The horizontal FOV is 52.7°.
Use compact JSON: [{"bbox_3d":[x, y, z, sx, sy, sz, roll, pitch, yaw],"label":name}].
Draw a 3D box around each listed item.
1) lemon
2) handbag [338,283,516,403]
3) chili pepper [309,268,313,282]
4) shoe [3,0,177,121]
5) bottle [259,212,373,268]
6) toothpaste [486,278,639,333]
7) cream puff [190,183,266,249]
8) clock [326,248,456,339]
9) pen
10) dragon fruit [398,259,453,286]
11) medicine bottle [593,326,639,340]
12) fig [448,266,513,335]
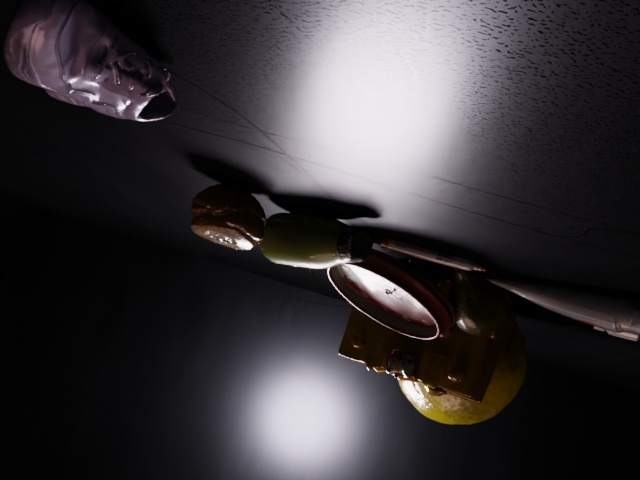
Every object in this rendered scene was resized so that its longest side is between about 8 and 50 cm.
[{"bbox_3d":[0.395,0.314,1.751,0.364,0.364,0.364,17,171,3],"label":"lemon"},{"bbox_3d":[0.252,0.223,1.612,0.401,0.282,0.133,13,167,38],"label":"handbag"},{"bbox_3d":[-0.077,0.026,1.732,0.072,0.073,0.204,34,175,47],"label":"chili pepper"},{"bbox_3d":[-0.226,-0.183,0.667,0.138,0.095,0.245,15,175,-6],"label":"shoe"},{"bbox_3d":[-0.009,0.001,1.305,0.112,0.112,0.260,25,166,-41],"label":"bottle"},{"bbox_3d":[0.480,0.120,1.262,0.100,0.066,0.323,19,177,-41],"label":"toothpaste"},{"bbox_3d":[-0.183,-0.052,1.302,0.150,0.115,0.165,5,157,27],"label":"cream puff"},{"bbox_3d":[0.157,0.110,1.452,0.319,0.080,0.318,31,160,13],"label":"clock"},{"bbox_3d":[0.228,0.031,1.308,0.218,0.026,0.026,16,171,13],"label":"pen"},{"bbox_3d":[0.243,0.092,1.533,0.131,0.063,0.097,20,171,-13],"label":"dragon fruit"},{"bbox_3d":[0.617,0.173,1.338,0.089,0.052,0.052,13,170,23],"label":"medicine bottle"},{"bbox_3d":[0.338,0.114,1.424,0.133,0.184,0.126,-25,-172,15],"label":"fig"}]
